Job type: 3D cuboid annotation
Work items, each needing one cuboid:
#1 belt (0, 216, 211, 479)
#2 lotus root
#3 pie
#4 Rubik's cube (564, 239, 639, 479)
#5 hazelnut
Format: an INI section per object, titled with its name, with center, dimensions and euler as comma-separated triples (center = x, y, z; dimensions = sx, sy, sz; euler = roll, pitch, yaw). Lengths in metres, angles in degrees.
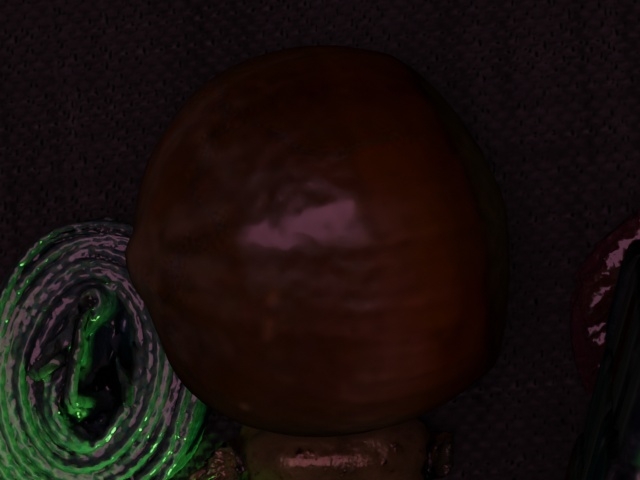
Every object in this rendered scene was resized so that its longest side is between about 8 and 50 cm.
[belt]
center = -0.127, 0.070, 0.970
dimensions = 0.148, 0.082, 0.163
euler = -14, 87, 3
[lotus root]
center = 0.000, 0.121, 0.960
dimensions = 0.152, 0.063, 0.072
euler = -8, 96, 4
[pie]
center = 0.212, 0.049, 0.947
dimensions = 0.154, 0.036, 0.154
euler = 0, 89, 7
[Rubik's cube]
center = 0.249, 0.181, 0.789
dimensions = 0.293, 0.287, 0.292
euler = 17, 100, 7
[hazelnut]
center = 0.000, 0.000, 0.900
dimensions = 0.214, 0.176, 0.214
euler = 6, 72, -19
